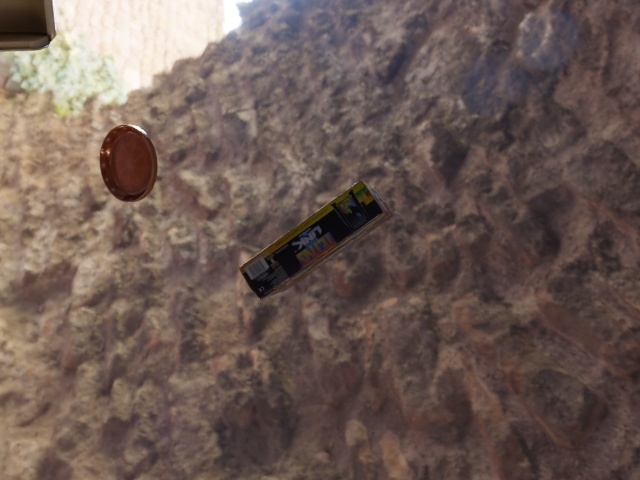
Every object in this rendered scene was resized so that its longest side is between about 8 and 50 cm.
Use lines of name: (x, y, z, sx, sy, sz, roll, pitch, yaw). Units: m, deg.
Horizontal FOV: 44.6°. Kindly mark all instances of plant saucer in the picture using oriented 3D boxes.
plant saucer: (-0.206, -0.083, 0.842, 0.083, 0.013, 0.084, 5, -81, 33)

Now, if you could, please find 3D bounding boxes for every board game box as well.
board game box: (0.000, 0.000, 0.917, 0.170, 0.048, 0.141, -35, 174, 9)

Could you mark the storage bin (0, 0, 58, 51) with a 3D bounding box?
storage bin: (-0.486, -0.381, 1.002, 0.123, 0.260, 0.263, -125, -147, -65)
